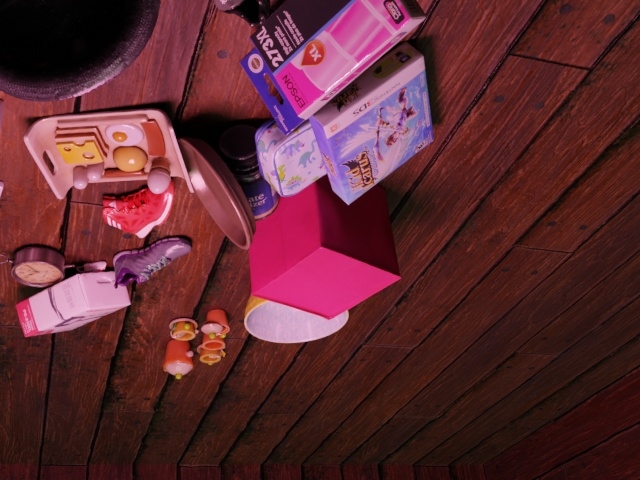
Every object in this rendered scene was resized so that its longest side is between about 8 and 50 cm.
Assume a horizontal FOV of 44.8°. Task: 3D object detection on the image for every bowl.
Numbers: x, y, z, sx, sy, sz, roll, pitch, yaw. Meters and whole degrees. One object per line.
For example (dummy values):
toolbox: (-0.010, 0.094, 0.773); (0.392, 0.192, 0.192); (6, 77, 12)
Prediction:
bowl: (-0.073, 0.155, 2.156); (0.290, 0.156, 0.289); (-5, 148, -3)

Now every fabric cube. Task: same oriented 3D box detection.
fabric cube: (0.000, 0.000, 1.832); (0.254, 0.258, 0.259); (21, 138, -38)

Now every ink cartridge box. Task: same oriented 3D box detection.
ink cartridge box: (-0.004, -0.349, 1.363); (0.371, 0.175, 0.069); (-35, 175, 39)
ink cartridge box: (-0.656, 0.168, 2.072); (0.237, 0.100, 0.172); (-23, 171, 24)

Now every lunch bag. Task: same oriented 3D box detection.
lunch bag: (-0.025, -0.206, 1.586); (0.219, 0.090, 0.176); (-35, 151, -15)

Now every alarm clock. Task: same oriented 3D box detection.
alarm clock: (-0.735, 0.060, 1.973); (0.192, 0.064, 0.129); (14, 143, -34)

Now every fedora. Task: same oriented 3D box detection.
fedora: (-0.397, -0.369, 1.242); (0.334, 0.333, 0.152); (-12, -179, 8)

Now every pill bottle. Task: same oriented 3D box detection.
pill bottle: (-0.159, -0.147, 1.696); (0.123, 0.122, 0.219); (-7, 148, 0)

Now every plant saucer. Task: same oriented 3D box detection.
plant saucer: (-0.218, -0.105, 1.653); (0.041, 0.278, 0.278); (-33, 152, -17)

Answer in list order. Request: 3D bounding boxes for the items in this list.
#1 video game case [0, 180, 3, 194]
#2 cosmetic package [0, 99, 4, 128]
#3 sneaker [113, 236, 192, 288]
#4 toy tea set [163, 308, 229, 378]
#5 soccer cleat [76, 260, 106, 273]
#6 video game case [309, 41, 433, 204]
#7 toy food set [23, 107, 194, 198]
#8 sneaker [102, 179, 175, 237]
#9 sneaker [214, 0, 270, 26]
video game case: (-0.825, -0.092, 1.757); (0.173, 0.022, 0.190); (12, 143, -27)
cosmetic package: (-0.774, -0.112, 1.535); (0.156, 0.217, 0.385); (20, 137, -34)
sneaker: (-0.430, 0.064, 2.002); (0.224, 0.098, 0.083); (-16, 146, 16)
toy tea set: (-0.381, 0.335, 2.413); (0.200, 0.124, 0.336); (3, 147, -14)
soccer cleat: (-0.604, 0.071, 2.048); (0.083, 0.029, 0.035); (-14, 151, 21)
video game case: (0.111, -0.228, 1.571); (0.244, 0.061, 0.269); (-36, 148, -9)
toy food set: (-0.437, -0.165, 1.636); (0.306, 0.092, 0.219); (-4, 148, 2)
sneaker: (-0.429, -0.079, 1.791); (0.128, 0.087, 0.221); (14, 141, -31)
sneaker: (-0.156, -0.432, 1.263); (0.078, 0.106, 0.234); (-26, 143, 26)
